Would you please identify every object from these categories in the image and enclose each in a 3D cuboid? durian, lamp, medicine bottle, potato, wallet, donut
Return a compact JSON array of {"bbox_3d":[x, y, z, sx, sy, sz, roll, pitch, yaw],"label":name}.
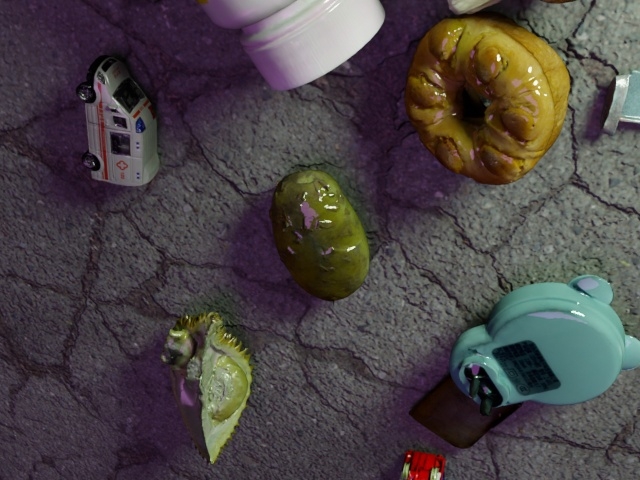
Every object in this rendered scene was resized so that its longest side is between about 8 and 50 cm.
[{"bbox_3d":[-0.219,0.247,1.493,0.172,0.166,0.306,12,117,9],"label":"durian"},{"bbox_3d":[0.337,0.170,1.248,0.284,0.147,0.209,-30,108,13],"label":"lamp"},{"bbox_3d":[-0.090,-0.388,0.971,0.213,0.213,0.379,-20,121,30],"label":"medicine bottle"},{"bbox_3d":[0.000,0.000,1.277,0.149,0.113,0.251,-3,120,17],"label":"potato"},{"bbox_3d":[0.277,0.278,1.422,0.137,0.031,0.255,33,128,-5],"label":"wallet"},{"bbox_3d":[0.212,-0.185,1.039,0.226,0.114,0.226,28,134,33],"label":"donut"}]

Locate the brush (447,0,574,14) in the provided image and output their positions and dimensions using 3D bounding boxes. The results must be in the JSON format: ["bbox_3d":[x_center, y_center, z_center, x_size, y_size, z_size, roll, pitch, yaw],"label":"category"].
[{"bbox_3d":[0.222,-0.396,0.904,0.166,0.174,0.267,3,116,29],"label":"brush"}]

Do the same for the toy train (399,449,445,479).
[{"bbox_3d":[0.181,0.498,1.499,0.083,0.204,0.131,7,129,16],"label":"toy train"}]

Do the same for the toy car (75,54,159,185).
[{"bbox_3d":[-0.317,-0.188,1.277,0.108,0.089,0.210,15,128,9],"label":"toy car"}]

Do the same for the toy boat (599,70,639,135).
[{"bbox_3d":[0.441,-0.176,1.059,0.122,0.034,0.096,7,125,4],"label":"toy boat"}]
